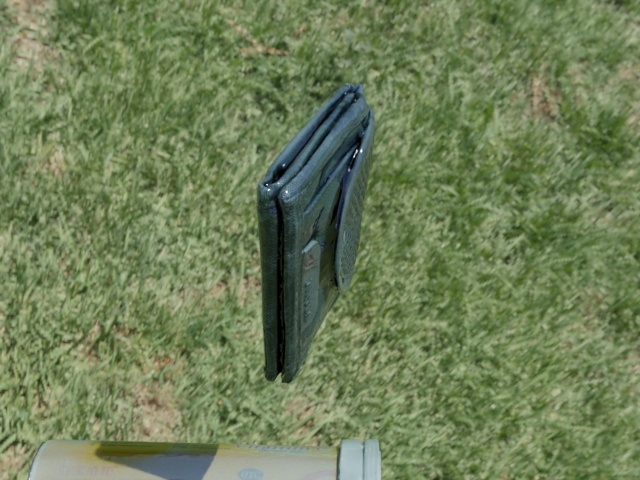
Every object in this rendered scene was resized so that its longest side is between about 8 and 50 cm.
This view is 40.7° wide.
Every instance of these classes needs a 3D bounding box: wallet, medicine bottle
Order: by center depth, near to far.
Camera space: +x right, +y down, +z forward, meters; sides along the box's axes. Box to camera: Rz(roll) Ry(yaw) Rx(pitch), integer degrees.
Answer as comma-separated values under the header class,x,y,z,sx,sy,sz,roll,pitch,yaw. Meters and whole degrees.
class,x,y,z,sx,sy,sz,roll,pitch,yaw
wallet,0.000,0.000,0.405,0.026,0.129,0.088,20,47,16
medicine bottle,-0.071,0.162,0.553,0.218,0.074,0.073,0,54,4
